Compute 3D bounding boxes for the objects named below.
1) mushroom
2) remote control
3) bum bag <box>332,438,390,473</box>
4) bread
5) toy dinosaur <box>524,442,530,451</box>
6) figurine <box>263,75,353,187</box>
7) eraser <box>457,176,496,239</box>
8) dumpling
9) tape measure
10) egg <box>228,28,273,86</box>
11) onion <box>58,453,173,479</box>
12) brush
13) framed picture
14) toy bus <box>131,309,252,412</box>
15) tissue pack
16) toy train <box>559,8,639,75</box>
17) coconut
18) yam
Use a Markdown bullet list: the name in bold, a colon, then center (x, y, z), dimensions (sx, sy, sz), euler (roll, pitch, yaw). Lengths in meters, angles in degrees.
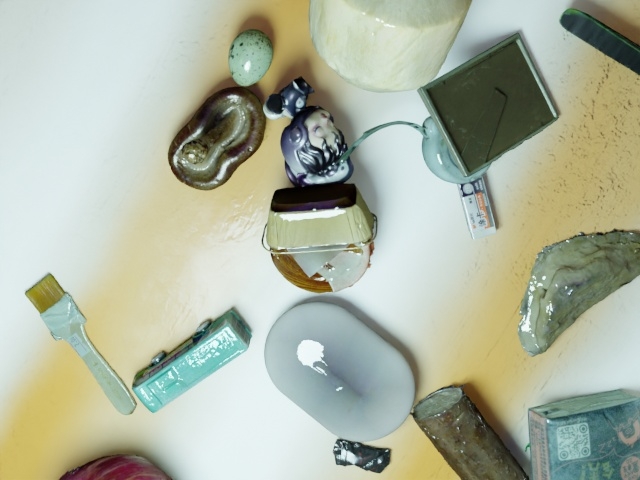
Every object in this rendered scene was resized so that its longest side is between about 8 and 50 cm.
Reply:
- **mushroom**: center (-0.200, -0.188, 1.544), dimensions (0.148, 0.217, 0.227), euler (35, 97, -3)
- **remote control**: center (0.039, 0.266, 1.664), dimensions (0.332, 0.103, 0.221), euler (39, 97, -5)
- **bum bag**: center (0.086, 0.454, 1.726), dimensions (0.124, 0.034, 0.058), euler (15, 89, -2)
- **bread**: center (0.000, 0.000, 1.588), dimensions (0.224, 0.142, 0.212), euler (-4, 124, 8)
- **toy dinosaur**: center (0.451, 0.462, 1.729), dimensions (0.062, 0.021, 0.083), euler (35, 94, 3)
- **figurine**: center (-0.030, -0.191, 1.585), dimensions (0.145, 0.145, 0.222), euler (-31, 97, 5)
- **eraser**: center (0.313, -0.066, 1.649), dimensions (0.052, 0.029, 0.122), euler (-16, 98, 3)
- **dumpling**: center (0.510, 0.082, 1.643), dimensions (0.332, 0.086, 0.166), euler (-42, 98, 2)
- **tape measure**: center (0.196, -0.162, 1.563), dimensions (0.330, 0.084, 0.164), euler (-22, 97, -19)
- **egg**: center (-0.135, -0.352, 1.586), dimensions (0.085, 0.085, 0.110), euler (12, 96, -1)
- **onion**: center (-0.355, 0.598, 1.647), dimensions (0.385, 0.347, 0.348), euler (8, 100, -36)
- **brush**: center (-0.489, 0.225, 1.709), dimensions (0.085, 0.020, 0.337), euler (-35, 96, 5)
- **framed picture**: center (0.326, -0.259, 1.565), dimensions (0.265, 0.018, 0.192), euler (-31, 97, -24)
- **toy bus**: center (-0.264, 0.247, 1.669), dimensions (0.261, 0.109, 0.091), euler (-36, 102, 7)
- **tissue pack**: center (0.545, 0.478, 1.666), dimensions (0.227, 0.103, 0.316), euler (-8, 98, -14)
- **toy train**: center (0.555, -0.388, 1.591), dimensions (0.209, 0.042, 0.044), euler (31, 119, -3)
- **coconut**: center (0.120, -0.428, 1.445), dimensions (0.328, 0.329, 0.329), euler (0, 98, 1)
- **yam**: center (0.313, 0.427, 1.676), dimensions (0.131, 0.131, 0.280), euler (-37, 97, 6)
